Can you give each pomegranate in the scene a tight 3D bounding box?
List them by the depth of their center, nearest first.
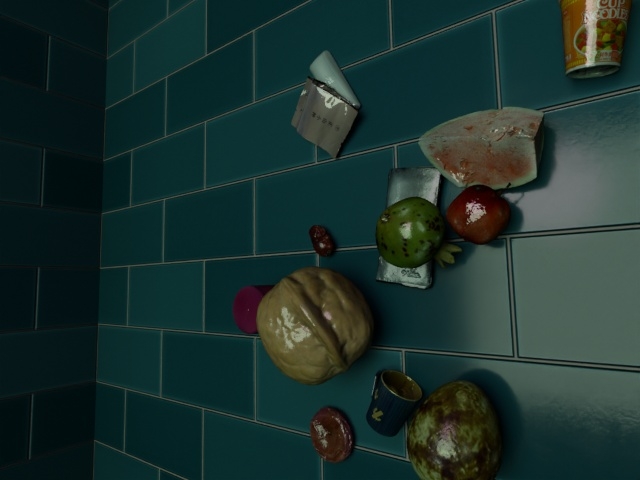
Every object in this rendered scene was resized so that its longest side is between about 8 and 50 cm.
[{"bbox_3d":[0.274,-0.009,1.215,0.211,0.263,0.211,-51,19,25],"label":"pomegranate"}]

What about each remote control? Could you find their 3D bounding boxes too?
[{"bbox_3d":[0.044,-0.570,1.562,0.103,0.051,0.293,-38,66,28],"label":"remote control"}]

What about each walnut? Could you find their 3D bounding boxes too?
[{"bbox_3d":[-0.019,0.262,1.368,0.381,0.381,0.382,-4,84,37],"label":"walnut"}]

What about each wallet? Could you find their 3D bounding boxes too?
[{"bbox_3d":[0.278,-0.045,1.338,0.190,0.046,0.379,6,88,35],"label":"wallet"}]

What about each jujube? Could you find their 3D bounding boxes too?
[{"bbox_3d":[0.000,0.000,1.531,0.077,0.077,0.129,-48,56,24],"label":"jujube"}]

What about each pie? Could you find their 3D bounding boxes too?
[{"bbox_3d":[0.037,0.665,1.459,0.182,0.049,0.183,-3,86,42],"label":"pie"}]

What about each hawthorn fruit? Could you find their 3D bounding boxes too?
[{"bbox_3d":[0.439,-0.083,1.151,0.157,0.157,0.194,52,121,28],"label":"hawthorn fruit"}]

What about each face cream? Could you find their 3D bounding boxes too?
[{"bbox_3d":[-0.200,0.254,1.584,0.175,0.194,0.175,-4,83,36],"label":"face cream"}]

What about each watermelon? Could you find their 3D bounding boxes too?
[{"bbox_3d":[0.433,-0.259,1.155,0.305,0.180,0.224,7,88,35],"label":"watermelon"}]

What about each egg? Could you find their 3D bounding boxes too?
[{"bbox_3d":[0.355,0.515,1.115,0.238,0.238,0.290,19,84,37],"label":"egg"}]

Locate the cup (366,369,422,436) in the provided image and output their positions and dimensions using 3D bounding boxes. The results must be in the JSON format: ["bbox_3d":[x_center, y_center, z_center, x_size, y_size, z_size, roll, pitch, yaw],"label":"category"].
[{"bbox_3d":[0.210,0.490,1.309,0.155,0.131,0.176,-69,24,15],"label":"cup"}]

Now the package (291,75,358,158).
[{"bbox_3d":[0.012,-0.447,1.542,0.251,0.062,0.204,42,127,21],"label":"package"}]

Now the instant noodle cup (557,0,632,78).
[{"bbox_3d":[0.662,-0.501,1.031,0.168,0.168,0.185,4,96,37],"label":"instant noodle cup"}]
